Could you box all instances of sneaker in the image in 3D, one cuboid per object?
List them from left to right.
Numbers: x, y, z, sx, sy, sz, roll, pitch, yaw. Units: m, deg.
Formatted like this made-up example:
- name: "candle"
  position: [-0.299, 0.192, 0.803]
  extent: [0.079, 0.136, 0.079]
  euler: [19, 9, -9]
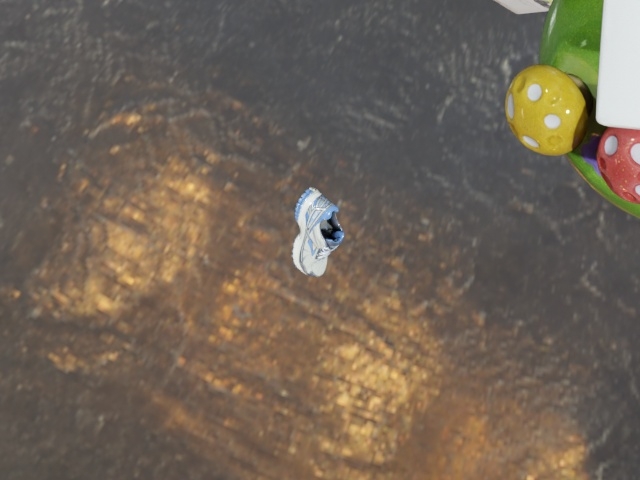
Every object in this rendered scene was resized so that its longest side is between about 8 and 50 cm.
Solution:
- name: "sneaker"
  position: [0.000, 0.000, 1.678]
  extent: [0.058, 0.052, 0.135]
  euler: [27, 140, 28]

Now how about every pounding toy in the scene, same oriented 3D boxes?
- name: "pounding toy"
  position: [0.164, -0.098, 0.768]
  extent: [0.183, 0.110, 0.237]
  euler: [-15, 102, 55]

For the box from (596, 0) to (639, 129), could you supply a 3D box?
- name: "box"
  position: [0.225, -0.137, 0.585]
  extent: [0.182, 0.119, 0.181]
  euler: [8, 108, 22]

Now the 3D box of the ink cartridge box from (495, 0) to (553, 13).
- name: "ink cartridge box"
  position: [0.236, -0.281, 1.289]
  extent: [0.061, 0.104, 0.181]
  euler: [26, 175, -24]
